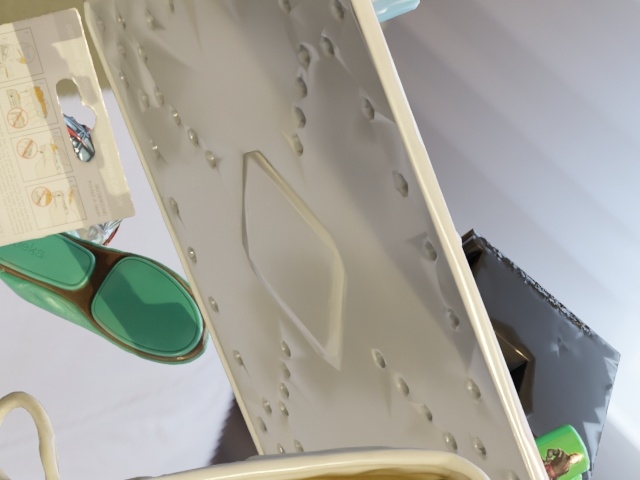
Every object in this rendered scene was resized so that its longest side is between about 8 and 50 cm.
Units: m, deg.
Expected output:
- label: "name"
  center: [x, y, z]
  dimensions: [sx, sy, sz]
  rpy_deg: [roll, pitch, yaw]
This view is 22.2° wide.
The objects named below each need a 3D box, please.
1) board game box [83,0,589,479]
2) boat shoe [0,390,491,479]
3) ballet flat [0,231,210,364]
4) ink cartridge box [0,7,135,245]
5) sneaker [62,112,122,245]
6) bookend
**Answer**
- label: "board game box"
  center: [0.000, 0.000, 1.012]
  dimensions: [0.050, 0.390, 0.390]
  rpy_deg: [-25, -170, -24]
- label: "boat shoe"
  center: [-0.086, 0.137, 0.638]
  dimensions: [0.367, 0.136, 0.156]
  rpy_deg: [-2, 141, -24]
- label: "ballet flat"
  center: [-0.186, 0.049, 1.449]
  dimensions: [0.083, 0.247, 0.087]
  rpy_deg: [-59, 154, -14]
- label: "ink cartridge box"
  center: [-0.288, -0.085, 1.367]
  dimensions: [0.232, 0.066, 0.189]
  rpy_deg: [-14, 109, 1]
- label: "sneaker"
  center: [-0.306, -0.105, 1.861]
  dimensions: [0.125, 0.104, 0.262]
  rpy_deg: [-31, 118, -23]
- label: "bookend"
  center: [0.129, 0.103, 1.190]
  dimensions: [0.072, 0.156, 0.157]
  rpy_deg: [-39, -162, 40]
